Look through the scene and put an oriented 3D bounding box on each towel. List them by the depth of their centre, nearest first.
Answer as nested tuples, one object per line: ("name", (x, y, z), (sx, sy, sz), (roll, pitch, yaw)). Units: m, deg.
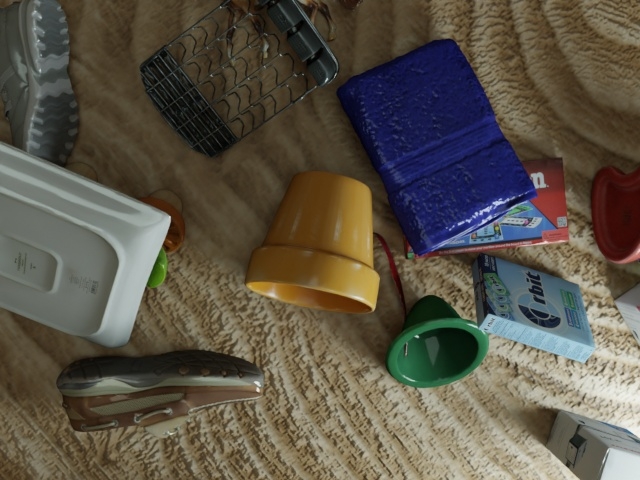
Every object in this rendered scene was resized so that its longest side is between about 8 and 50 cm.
("towel", (0.183, -0.152, 1.247), (0.228, 0.076, 0.308), (-25, 86, -11))

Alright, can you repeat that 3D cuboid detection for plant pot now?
("plant pot", (0.000, 0.000, 1.204), (0.205, 0.205, 0.187), (13, 77, -7))

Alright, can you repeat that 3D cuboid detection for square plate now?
("square plate", (-0.419, 0.016, 1.116), (0.344, 0.049, 0.347), (24, 135, -7))

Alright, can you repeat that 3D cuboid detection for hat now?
("hat", (0.179, 0.117, 1.307), (0.173, 0.183, 0.208), (-4, 134, -7))

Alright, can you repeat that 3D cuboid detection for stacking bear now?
("stacking bear", (0.622, -0.029, 1.278), (0.289, 0.175, 0.164), (5, 92, -14))

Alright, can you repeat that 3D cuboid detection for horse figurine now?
("horse figurine", (-0.072, -0.385, 1.223), (0.263, 0.066, 0.174), (-15, 102, -2))

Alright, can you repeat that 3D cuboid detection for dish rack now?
("dish rack", (-0.132, -0.264, 1.196), (0.272, 0.074, 0.208), (-32, 108, 17))

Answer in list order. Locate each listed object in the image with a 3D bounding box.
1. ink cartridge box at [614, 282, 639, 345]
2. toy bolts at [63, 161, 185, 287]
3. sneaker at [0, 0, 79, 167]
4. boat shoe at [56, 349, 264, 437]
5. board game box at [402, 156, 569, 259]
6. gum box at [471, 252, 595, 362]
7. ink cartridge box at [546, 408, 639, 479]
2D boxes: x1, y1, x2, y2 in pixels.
("ink cartridge box", (0.611, 0.176, 1.285), (0.092, 0.158, 0.217), (-34, 96, -4))
("toy bolts", (-0.342, -0.016, 1.212), (0.229, 0.158, 0.218), (30, 134, -13))
("sneaker", (-0.451, -0.231, 1.196), (0.115, 0.105, 0.281), (5, 96, 24))
("boat shoe", (-0.250, 0.248, 1.233), (0.325, 0.123, 0.116), (-1, 101, 1))
("board game box", (0.275, -0.055, 1.301), (0.281, 0.027, 0.145), (-7, 94, -5))
("gum box", (0.343, 0.107, 1.258), (0.184, 0.157, 0.041), (18, 127, -8))
("ink cartridge box", (0.480, 0.361, 1.269), (0.140, 0.191, 0.082), (18, 92, -7))
